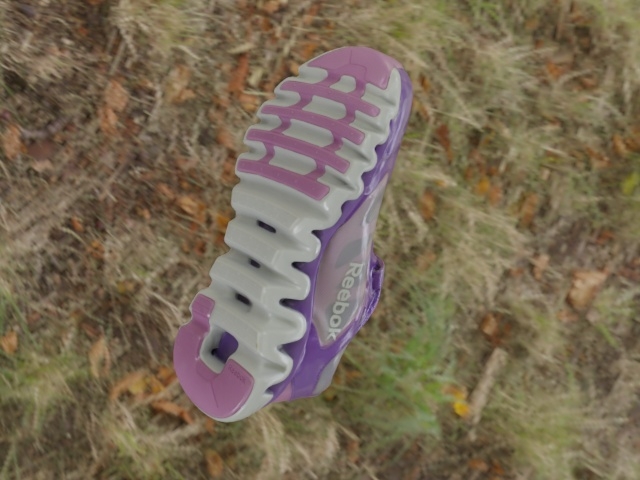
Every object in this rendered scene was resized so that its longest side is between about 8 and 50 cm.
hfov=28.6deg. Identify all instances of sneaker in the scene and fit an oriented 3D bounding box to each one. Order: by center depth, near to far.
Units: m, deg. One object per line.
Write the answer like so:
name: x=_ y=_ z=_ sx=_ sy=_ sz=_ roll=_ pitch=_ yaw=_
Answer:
sneaker: x=0.000 y=0.000 z=0.762 sx=0.104 sy=0.095 sz=0.236 roll=14 pitch=102 yaw=-46
